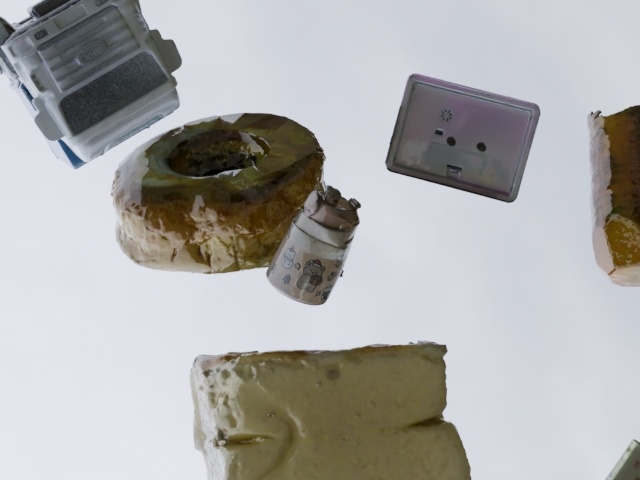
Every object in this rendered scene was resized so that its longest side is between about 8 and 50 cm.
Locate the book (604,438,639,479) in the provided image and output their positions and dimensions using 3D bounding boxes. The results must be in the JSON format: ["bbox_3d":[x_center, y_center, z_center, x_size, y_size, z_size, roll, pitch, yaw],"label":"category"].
[{"bbox_3d":[0.354,0.398,1.353,0.208,0.295,0.020,32,-177,-28],"label":"book"}]

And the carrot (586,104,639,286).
[{"bbox_3d":[0.453,-0.076,1.682,0.114,0.114,0.302,29,-130,-37],"label":"carrot"}]

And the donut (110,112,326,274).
[{"bbox_3d":[-0.144,-0.077,1.669,0.330,0.330,0.160,-85,-6,-47],"label":"donut"}]

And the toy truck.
[{"bbox_3d":[-0.246,-0.177,1.141,0.175,0.146,0.367,60,170,-17],"label":"toy truck"}]

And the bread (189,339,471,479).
[{"bbox_3d":[0.000,0.302,1.763,0.390,0.371,0.279,-2,-98,-10],"label":"bread"}]

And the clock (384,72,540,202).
[{"bbox_3d":[0.201,-0.146,1.608,0.192,0.147,0.071,15,-172,8],"label":"clock"}]

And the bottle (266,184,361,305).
[{"bbox_3d":[0.000,0.000,1.469,0.099,0.152,0.099,24,-164,-7],"label":"bottle"}]
